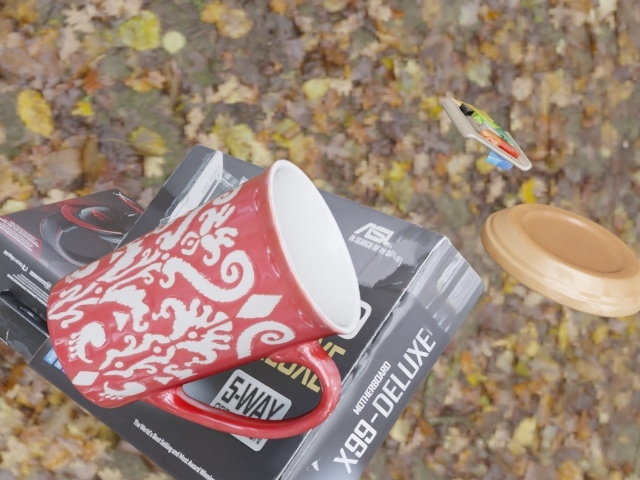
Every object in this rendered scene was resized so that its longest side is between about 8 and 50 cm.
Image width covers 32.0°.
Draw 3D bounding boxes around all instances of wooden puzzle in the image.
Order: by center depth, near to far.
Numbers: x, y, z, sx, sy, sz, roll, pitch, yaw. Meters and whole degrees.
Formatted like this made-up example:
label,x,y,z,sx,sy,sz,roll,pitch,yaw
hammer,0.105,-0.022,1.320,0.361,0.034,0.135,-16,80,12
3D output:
label,x,y,z,sx,sy,sz,roll,pitch,yaw
wooden puzzle,0.141,-0.092,0.948,0.078,0.116,0.014,20,116,-33

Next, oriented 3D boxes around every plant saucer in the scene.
label,x,y,z,sx,sy,sz,roll,pitch,yaw
plant saucer,0.279,0.013,1.257,0.200,0.200,0.037,1,122,-34

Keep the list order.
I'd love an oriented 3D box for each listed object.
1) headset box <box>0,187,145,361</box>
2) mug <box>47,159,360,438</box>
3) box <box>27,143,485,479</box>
label,x,y,z,sx,sy,sz,roll,pitch,yaw
headset box,-0.252,0.059,1.267,0.110,0.218,0.293,-59,166,20
mug,-0.072,0.049,0.686,0.113,0.169,0.150,39,33,-56
box,-0.060,0.069,0.868,0.242,0.307,0.076,-54,133,-11
